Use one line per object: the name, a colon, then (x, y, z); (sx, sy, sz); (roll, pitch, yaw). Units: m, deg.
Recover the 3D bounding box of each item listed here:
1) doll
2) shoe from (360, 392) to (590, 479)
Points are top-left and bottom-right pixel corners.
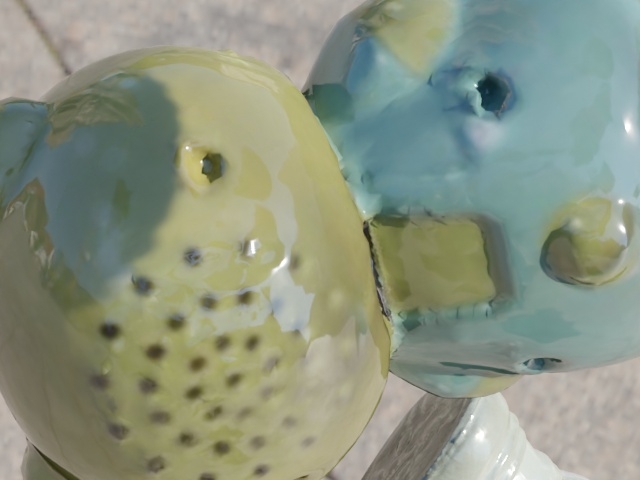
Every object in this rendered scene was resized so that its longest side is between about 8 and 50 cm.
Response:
doll: (0.000, 0.000, 0.711); (0.261, 0.177, 0.161); (-18, 28, -12)
shoe: (0.070, 0.247, 1.289); (0.159, 0.316, 0.124); (28, 12, -14)
